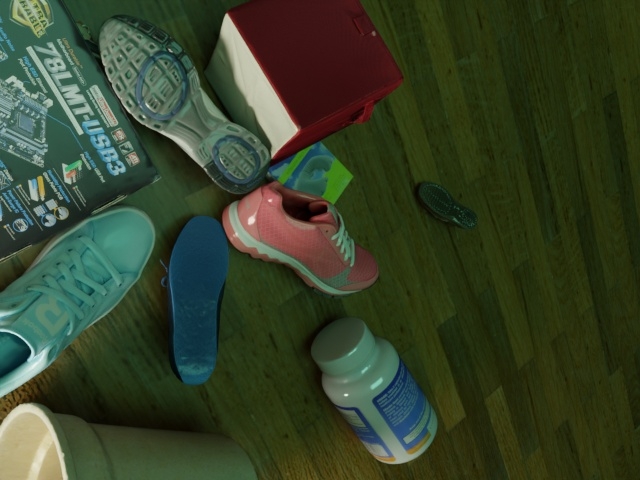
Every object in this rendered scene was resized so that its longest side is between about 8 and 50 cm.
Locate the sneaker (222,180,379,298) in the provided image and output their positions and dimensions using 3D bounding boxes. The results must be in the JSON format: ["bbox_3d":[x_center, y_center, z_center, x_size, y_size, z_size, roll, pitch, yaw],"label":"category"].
[{"bbox_3d":[0.000,0.000,0.941,0.314,0.136,0.115,24,44,-32],"label":"sneaker"}]

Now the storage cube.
[{"bbox_3d":[-0.031,-0.246,0.849,0.193,0.184,0.214,-32,93,-24],"label":"storage cube"}]

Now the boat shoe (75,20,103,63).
[{"bbox_3d":[-0.337,-0.279,0.767,0.137,0.049,0.043,20,85,-28],"label":"boat shoe"}]

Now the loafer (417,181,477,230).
[{"bbox_3d":[0.252,-0.066,1.161,0.148,0.050,0.056,36,75,-15],"label":"loafer"}]

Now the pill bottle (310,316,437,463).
[{"bbox_3d":[0.097,0.274,1.058,0.152,0.152,0.272,-42,116,-19],"label":"pill bottle"}]

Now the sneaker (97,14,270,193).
[{"bbox_3d":[-0.202,-0.185,0.812,0.111,0.129,0.297,-44,124,-7],"label":"sneaker"}]

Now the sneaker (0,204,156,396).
[{"bbox_3d":[-0.353,0.095,0.753,0.366,0.150,0.135,-46,119,-17],"label":"sneaker"}]

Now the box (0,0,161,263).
[{"bbox_3d":[-0.400,-0.138,0.703,0.293,0.073,0.295,-33,119,-18],"label":"box"}]

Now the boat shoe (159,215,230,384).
[{"bbox_3d":[-0.204,0.090,0.876,0.109,0.089,0.258,14,68,-19],"label":"boat shoe"}]

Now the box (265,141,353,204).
[{"bbox_3d":[-0.035,-0.128,0.978,0.178,0.042,0.109,42,75,-30],"label":"box"}]

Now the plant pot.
[{"bbox_3d":[-0.262,0.393,0.784,0.306,0.334,0.333,14,90,-43],"label":"plant pot"}]
